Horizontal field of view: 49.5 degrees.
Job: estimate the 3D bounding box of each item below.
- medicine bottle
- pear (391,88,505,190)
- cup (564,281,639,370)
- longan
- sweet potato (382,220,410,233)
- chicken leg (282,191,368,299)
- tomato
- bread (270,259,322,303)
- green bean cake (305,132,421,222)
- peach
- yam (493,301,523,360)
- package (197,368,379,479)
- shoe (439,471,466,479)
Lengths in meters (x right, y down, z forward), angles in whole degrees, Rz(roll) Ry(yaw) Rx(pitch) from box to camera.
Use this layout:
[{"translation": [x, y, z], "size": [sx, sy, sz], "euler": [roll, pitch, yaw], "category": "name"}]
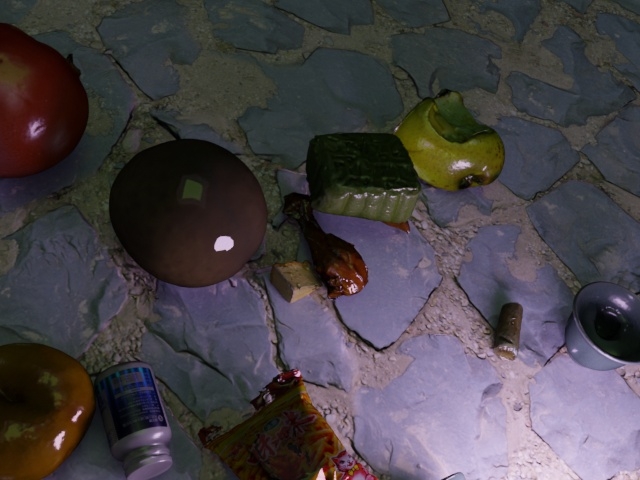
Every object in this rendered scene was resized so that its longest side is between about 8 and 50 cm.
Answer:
[{"translation": [-0.326, 0.318, 1.223], "size": [0.107, 0.107, 0.191], "euler": [-13, 59, -22], "category": "medicine bottle"}, {"translation": [0.333, -0.235, 1.763], "size": [0.238, 0.164, 0.255], "euler": [-29, 67, -32], "category": "pear"}, {"translation": [0.610, 0.210, 1.513], "size": [0.199, 0.150, 0.199], "euler": [7, 54, -9], "category": "cup"}, {"translation": [-0.268, -0.058, 1.410], "size": [0.319, 0.319, 0.318], "euler": [7, 53, -9], "category": "longan"}, {"translation": [0.115, -0.101, 1.675], "size": [0.265, 0.057, 0.057], "euler": [41, 55, 17], "category": "sweet potato"}, {"translation": [0.000, 0.000, 1.551], "size": [0.113, 0.093, 0.304], "euler": [-16, 56, -32], "category": "chicken leg"}, {"translation": [-0.652, -0.279, 1.453], "size": [0.322, 0.321, 0.321], "euler": [7, 53, -9], "category": "tomato"}, {"translation": [-0.042, 0.077, 1.488], "size": [0.109, 0.080, 0.084], "euler": [-27, 68, -26], "category": "bread"}, {"translation": [0.090, -0.148, 1.593], "size": [0.248, 0.124, 0.222], "euler": [-4, 49, -14], "category": "green bean cake"}, {"translation": [-0.515, 0.288, 1.175], "size": [0.251, 0.153, 0.251], "euler": [12, 50, -15], "category": "peach"}, {"translation": [0.416, 0.200, 1.534], "size": [0.054, 0.054, 0.132], "euler": [21, 52, 1], "category": "yam"}, {"translation": [-0.055, 0.397, 1.241], "size": [0.223, 0.108, 0.288], "euler": [-28, 58, -24], "category": "package"}, {"translation": [0.182, 0.511, 1.220], "size": [0.251, 0.103, 0.100], "euler": [-31, 66, -25], "category": "shoe"}]
